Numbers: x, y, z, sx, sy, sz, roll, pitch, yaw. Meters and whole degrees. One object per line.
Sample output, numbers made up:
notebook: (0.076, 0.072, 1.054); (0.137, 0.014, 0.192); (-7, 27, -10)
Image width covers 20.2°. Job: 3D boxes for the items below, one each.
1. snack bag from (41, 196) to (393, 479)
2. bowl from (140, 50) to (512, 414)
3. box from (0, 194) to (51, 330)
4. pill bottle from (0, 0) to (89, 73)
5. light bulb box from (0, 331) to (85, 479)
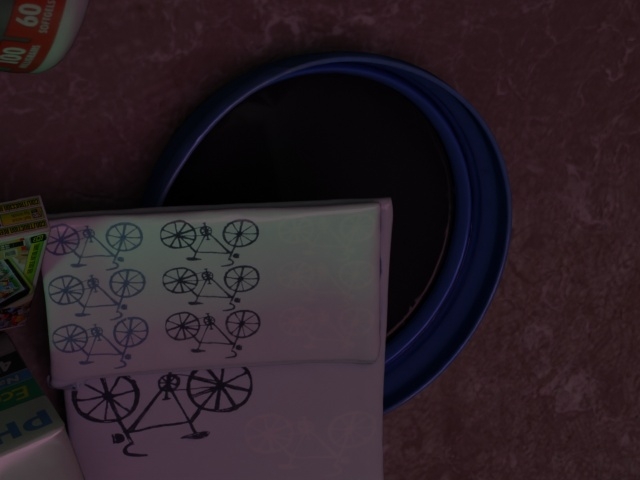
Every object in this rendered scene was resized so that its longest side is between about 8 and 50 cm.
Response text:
snack bag: (-0.095, 0.114, 1.680); (0.323, 0.037, 0.342); (-3, 122, -6)
bowl: (0.000, 0.000, 1.763); (0.391, 0.077, 0.391); (-9, 113, -22)
box: (-0.306, 0.031, 1.576); (0.114, 0.036, 0.207); (-13, 159, -21)
pill bottle: (-0.375, -0.249, 1.409); (0.363, 0.210, 0.210); (3, 108, -26)
light bulb box: (-0.369, 0.334, 1.631); (0.358, 0.225, 0.361); (-22, 117, -16)
